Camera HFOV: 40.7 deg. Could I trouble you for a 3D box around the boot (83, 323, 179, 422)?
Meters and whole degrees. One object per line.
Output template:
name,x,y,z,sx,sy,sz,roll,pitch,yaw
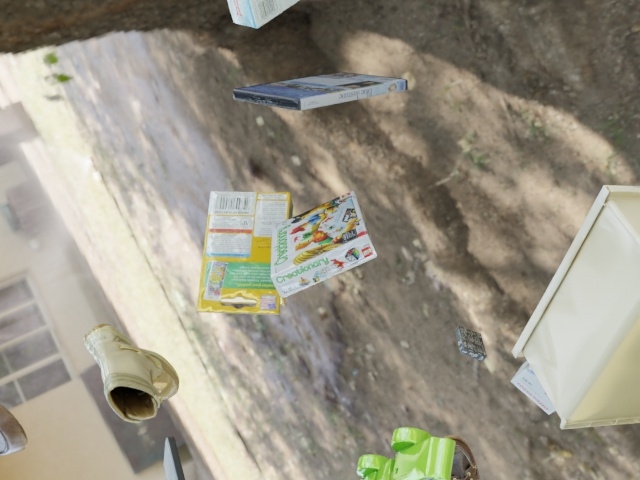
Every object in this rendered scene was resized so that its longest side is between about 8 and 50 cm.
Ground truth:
boot,-0.365,0.301,1.777,0.262,0.095,0.203,49,-179,-41

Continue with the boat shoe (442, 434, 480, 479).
boat shoe,0.302,0.496,1.819,0.073,0.073,0.207,-104,-12,-55

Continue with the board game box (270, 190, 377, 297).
board game box,0.000,0.000,1.683,0.305,0.193,0.053,-99,-16,-72

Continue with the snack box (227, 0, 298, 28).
snack box,-0.024,-0.481,1.302,0.060,0.322,0.187,25,144,37

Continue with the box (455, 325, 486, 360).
box,0.367,0.251,2.111,0.018,0.067,0.083,-59,19,31

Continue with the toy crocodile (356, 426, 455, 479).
toy crocodile,0.127,0.381,1.344,0.340,0.105,0.115,125,162,-53

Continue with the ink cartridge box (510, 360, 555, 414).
ink cartridge box,0.389,0.229,1.441,0.088,0.052,0.122,41,148,6

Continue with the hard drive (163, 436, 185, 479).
hard drive,-0.325,0.520,1.924,0.135,0.022,0.094,-120,34,-51

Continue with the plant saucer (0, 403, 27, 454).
plant saucer,-0.570,0.306,1.448,0.168,0.029,0.168,17,136,17

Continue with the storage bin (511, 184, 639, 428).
storage bin,0.400,0.078,0.978,0.123,0.260,0.262,-111,29,-45

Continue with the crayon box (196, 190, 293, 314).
crayon box,-0.181,0.040,2.104,0.083,0.203,0.323,80,-168,-64

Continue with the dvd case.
dvd case,0.001,-0.261,1.494,0.180,0.253,0.022,18,117,46
